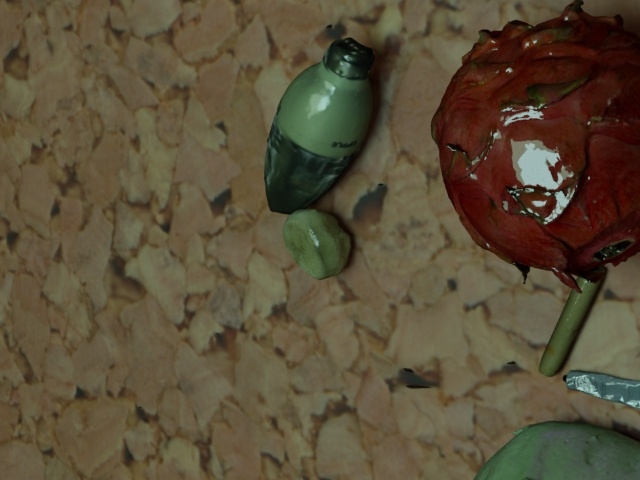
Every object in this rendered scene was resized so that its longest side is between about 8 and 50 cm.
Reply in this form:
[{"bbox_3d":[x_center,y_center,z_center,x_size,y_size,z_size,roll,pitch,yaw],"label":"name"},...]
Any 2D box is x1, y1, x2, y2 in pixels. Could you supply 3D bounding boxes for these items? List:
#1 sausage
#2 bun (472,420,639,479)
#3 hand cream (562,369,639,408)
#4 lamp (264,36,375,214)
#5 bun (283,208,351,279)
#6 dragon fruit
[{"bbox_3d":[0.246,0.080,1.856,0.024,0.024,0.132,37,120,32],"label":"sausage"},{"bbox_3d":[0.233,0.326,1.803,0.293,0.187,0.293,11,107,40],"label":"bun"},{"bbox_3d":[0.279,0.143,1.845,0.093,0.019,0.030,12,103,34],"label":"hand cream"},{"bbox_3d":[-0.004,-0.115,2.004,0.101,0.101,0.250,48,136,26],"label":"lamp"},{"bbox_3d":[0.000,0.000,2.045,0.086,0.055,0.086,44,151,32],"label":"bun"},{"bbox_3d":[0.220,-0.091,1.719,0.252,0.241,0.241,47,126,9],"label":"dragon fruit"}]
